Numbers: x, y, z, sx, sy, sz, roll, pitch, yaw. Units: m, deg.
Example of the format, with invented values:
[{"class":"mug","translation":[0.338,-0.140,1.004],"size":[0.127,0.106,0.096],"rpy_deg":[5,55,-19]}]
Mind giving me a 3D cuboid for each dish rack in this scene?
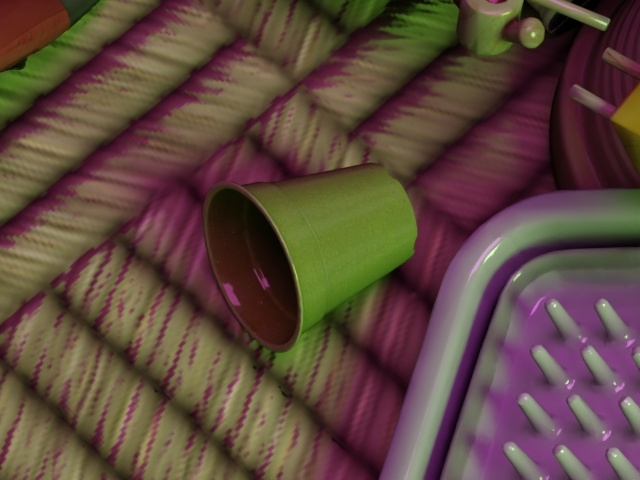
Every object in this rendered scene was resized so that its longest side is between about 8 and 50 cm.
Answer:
[{"class":"dish rack","translation":[0.152,0.130,0.712],"size":[0.285,0.072,0.333],"rpy_deg":[-1,57,35]}]

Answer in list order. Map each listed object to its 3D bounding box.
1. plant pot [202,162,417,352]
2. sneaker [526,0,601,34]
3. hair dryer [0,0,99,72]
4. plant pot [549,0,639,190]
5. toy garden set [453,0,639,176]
[{"class":"plant pot","translation":[0.000,0.000,0.828],"size":[0.079,0.083,0.083],"rpy_deg":[-21,65,-28]},{"class":"sneaker","translation":[0.149,-0.153,0.930],"size":[0.109,0.040,0.044],"rpy_deg":[-32,65,-19]},{"class":"hair dryer","translation":[-0.167,-0.081,0.811],"size":[0.080,0.223,0.294],"rpy_deg":[1,79,41]},{"class":"plant pot","translation":[0.235,-0.067,0.851],"size":[0.237,0.110,0.237],"rpy_deg":[1,63,-2]},{"class":"toy garden set","translation":[0.148,-0.130,0.787],"size":[0.244,0.049,0.204],"rpy_deg":[36,65,17]}]
